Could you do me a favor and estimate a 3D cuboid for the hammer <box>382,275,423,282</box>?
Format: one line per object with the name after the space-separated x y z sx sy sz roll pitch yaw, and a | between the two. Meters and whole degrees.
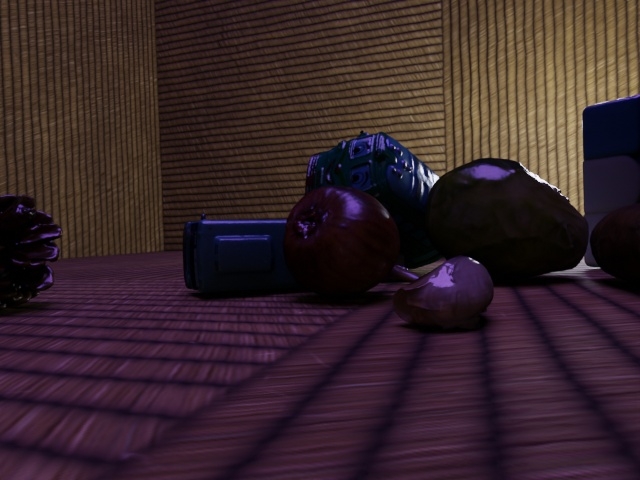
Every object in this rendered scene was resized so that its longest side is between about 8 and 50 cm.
0.163 0.066 0.804 0.178 0.021 0.065 -2 2 45 | hammer

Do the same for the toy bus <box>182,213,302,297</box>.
-0.095 0.022 0.792 0.256 0.128 0.147 -1 -1 -20 | toy bus

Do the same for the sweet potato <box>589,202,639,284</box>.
0.467 0.009 0.629 0.131 0.130 0.423 -2 2 12 | sweet potato

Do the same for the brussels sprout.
0.323 -0.031 0.830 0.272 0.210 0.219 13 -6 4 | brussels sprout

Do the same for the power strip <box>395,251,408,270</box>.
0.083 0.051 0.975 0.093 0.053 0.288 -2 0 -34 | power strip

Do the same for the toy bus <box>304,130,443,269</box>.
0.153 -0.080 0.998 0.200 0.183 0.344 -22 -37 40 | toy bus

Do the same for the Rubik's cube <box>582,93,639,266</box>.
0.775 -0.116 0.935 0.345 0.346 0.347 -4 1 -35 | Rubik's cube

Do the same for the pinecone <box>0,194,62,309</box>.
-0.467 0.017 0.670 0.213 0.168 0.185 -15 11 18 | pinecone

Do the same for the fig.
0.048 0.016 0.697 0.175 0.175 0.207 -1 -22 41 | fig

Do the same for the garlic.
0.137 0.049 0.482 0.084 0.066 0.152 -4 2 44 | garlic
